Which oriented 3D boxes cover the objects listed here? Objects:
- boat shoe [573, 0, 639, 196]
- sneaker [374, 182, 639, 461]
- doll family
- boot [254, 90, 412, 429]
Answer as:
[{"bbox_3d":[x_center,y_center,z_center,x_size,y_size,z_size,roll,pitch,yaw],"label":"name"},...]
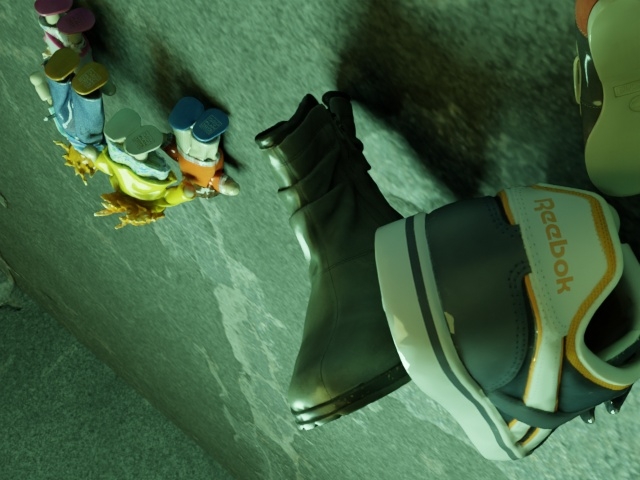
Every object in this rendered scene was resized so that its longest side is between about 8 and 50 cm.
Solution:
[{"bbox_3d":[0.142,-0.075,0.491,0.137,0.049,0.043,66,-167,-48],"label":"boat shoe"},{"bbox_3d":[0.135,0.058,0.628,0.321,0.128,0.126,41,-146,-67],"label":"sneaker"},{"bbox_3d":[-0.200,-0.098,0.969,0.263,0.118,0.163,40,159,12],"label":"doll family"},{"bbox_3d":[0.000,0.000,0.641,0.161,0.083,0.246,62,-161,-11],"label":"boot"}]
